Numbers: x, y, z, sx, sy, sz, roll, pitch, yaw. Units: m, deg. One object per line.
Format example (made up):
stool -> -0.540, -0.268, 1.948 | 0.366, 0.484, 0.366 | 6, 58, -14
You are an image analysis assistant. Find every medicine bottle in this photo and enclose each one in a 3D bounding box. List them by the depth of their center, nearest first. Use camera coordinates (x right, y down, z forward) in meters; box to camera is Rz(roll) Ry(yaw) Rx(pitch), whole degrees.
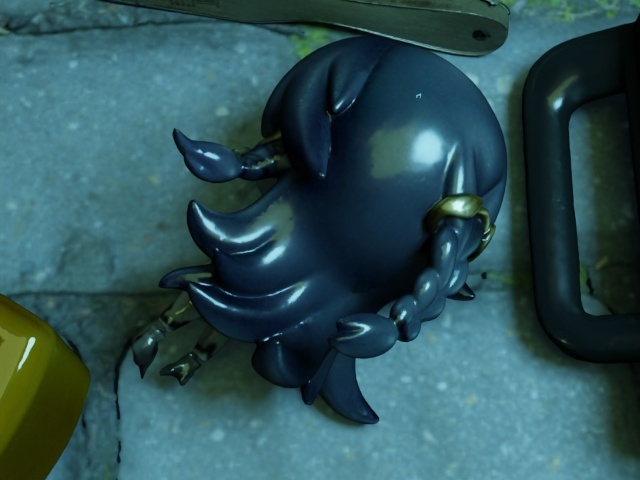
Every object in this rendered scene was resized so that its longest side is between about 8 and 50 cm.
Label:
medicine bottle -> -0.221, 0.086, 0.640 | 0.149, 0.222, 0.112 | 27, 74, 5

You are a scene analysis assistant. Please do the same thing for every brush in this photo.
brush -> -0.018, -0.199, 0.823 | 0.327, 0.070, 0.065 | 10, 63, -2

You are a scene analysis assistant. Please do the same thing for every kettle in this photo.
kettle -> 0.297, -0.015, 0.743 | 0.203, 0.262, 0.308 | 11, 65, -37

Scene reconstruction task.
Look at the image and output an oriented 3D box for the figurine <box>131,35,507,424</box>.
figurine -> 0.011, -0.007, 0.714 | 0.197, 0.175, 0.265 | 18, 80, 11
